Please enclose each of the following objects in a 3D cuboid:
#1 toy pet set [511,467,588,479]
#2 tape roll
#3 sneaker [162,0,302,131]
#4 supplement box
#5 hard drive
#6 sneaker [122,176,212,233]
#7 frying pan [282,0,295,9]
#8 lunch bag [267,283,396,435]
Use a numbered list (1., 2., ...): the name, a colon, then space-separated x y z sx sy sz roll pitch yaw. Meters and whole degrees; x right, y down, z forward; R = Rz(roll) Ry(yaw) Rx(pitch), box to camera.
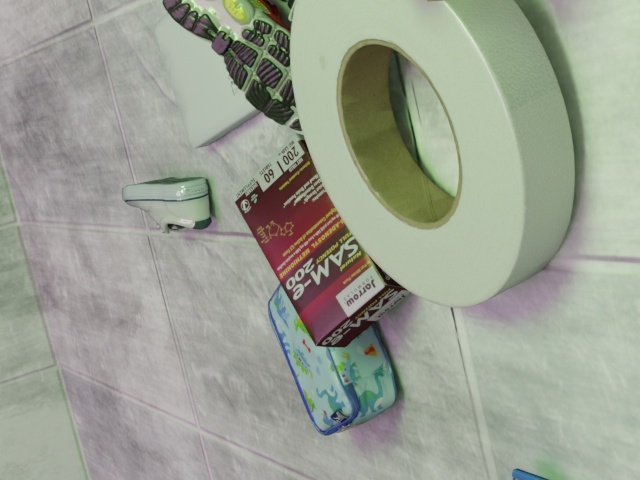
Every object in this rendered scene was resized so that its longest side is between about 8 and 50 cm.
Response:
1. toy pet set: 0.254 0.292 1.262 0.114 0.065 0.122 18 132 17
2. tape roll: 0.101 -0.120 1.221 0.392 0.072 0.392 43 146 39
3. sneaker: -0.072 -0.260 1.491 0.279 0.118 0.107 48 121 4
4. supplement box: 0.000 0.000 1.470 0.130 0.073 0.239 -42 64 24
5. hard drive: -0.149 -0.263 1.695 0.307 0.040 0.203 -19 89 64
6. sneaker: -0.263 -0.056 1.980 0.258 0.094 0.091 6 106 61
7. frying pan: -0.050 -0.329 1.463 0.197 0.053 0.326 -4 100 65
8. lunch bag: 0.011 0.147 1.586 0.219 0.090 0.176 68 156 11
